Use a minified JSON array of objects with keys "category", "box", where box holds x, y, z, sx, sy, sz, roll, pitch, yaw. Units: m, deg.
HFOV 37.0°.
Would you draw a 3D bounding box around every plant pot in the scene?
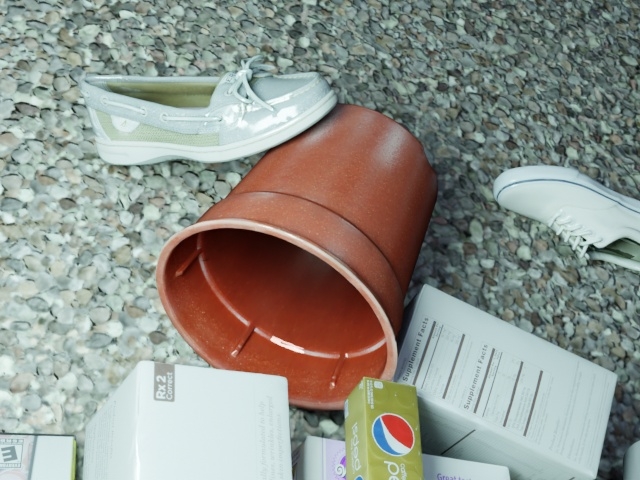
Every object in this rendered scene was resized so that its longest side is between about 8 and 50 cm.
[{"category":"plant pot","box":[0.000,0.000,1.071,0.272,0.272,0.265,30,49,1]}]

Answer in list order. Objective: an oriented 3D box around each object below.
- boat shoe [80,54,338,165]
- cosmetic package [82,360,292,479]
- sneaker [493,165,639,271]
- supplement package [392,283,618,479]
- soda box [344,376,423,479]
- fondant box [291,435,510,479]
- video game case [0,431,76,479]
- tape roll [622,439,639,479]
[{"category":"boat shoe","box":[-0.135,-0.157,1.098,0.320,0.103,0.118,-2,31,29]},{"category":"cosmetic package","box":[-0.132,0.223,0.916,0.151,0.184,0.151,10,58,-26]},{"category":"sneaker","box":[0.355,-0.027,1.286,0.258,0.094,0.091,15,53,-10]},{"category":"supplement package","box":[0.185,0.178,1.085,0.244,0.139,0.134,26,58,-3]},{"category":"soda box","box":[0.062,0.229,0.933,0.061,0.058,0.181,12,51,-17]},{"category":"fondant box","box":[0.079,0.374,0.933,0.238,0.096,0.330,13,50,-17]},{"category":"video game case","box":[-0.368,0.284,0.869,0.275,0.035,0.248,5,45,-15]},{"category":"tape roll","box":[0.450,0.284,1.062,0.219,0.219,0.072,17,57,-8]}]
